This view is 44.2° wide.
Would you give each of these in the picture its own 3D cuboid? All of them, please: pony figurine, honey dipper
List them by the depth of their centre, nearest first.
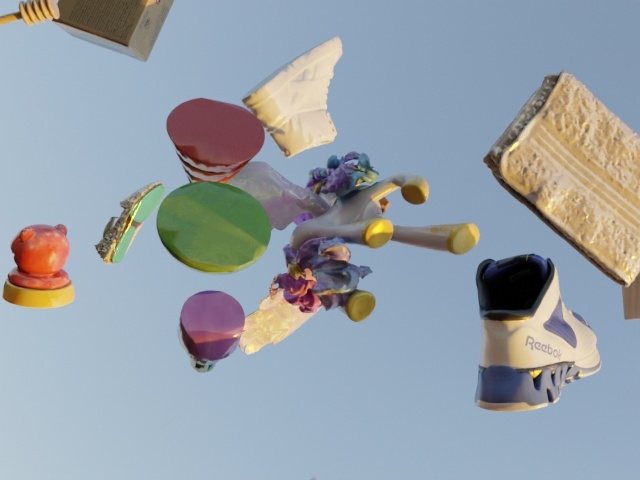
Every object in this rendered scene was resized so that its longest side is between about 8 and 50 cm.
[{"bbox_3d":[-0.385,-0.251,0.918,0.160,0.030,0.031,-15,-67,3],"label":"honey dipper"},{"bbox_3d":[0.000,0.000,1.187,0.363,0.351,0.303,24,-38,60],"label":"pony figurine"}]

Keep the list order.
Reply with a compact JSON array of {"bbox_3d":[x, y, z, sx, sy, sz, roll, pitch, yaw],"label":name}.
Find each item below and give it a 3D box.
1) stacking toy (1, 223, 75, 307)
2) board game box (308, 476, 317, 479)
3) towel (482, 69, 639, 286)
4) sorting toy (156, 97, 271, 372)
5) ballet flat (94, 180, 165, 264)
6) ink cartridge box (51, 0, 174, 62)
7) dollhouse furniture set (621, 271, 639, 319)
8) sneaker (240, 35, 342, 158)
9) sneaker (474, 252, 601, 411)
[{"bbox_3d":[-0.589,0.033,1.298,0.279,0.309,0.131,14,-76,22],"label":"stacking toy"},{"bbox_3d":[0.053,0.572,1.217,0.065,0.318,0.319,-34,-84,5],"label":"board game box"},{"bbox_3d":[0.382,-0.091,1.117,0.282,0.187,0.049,39,-9,-6],"label":"towel"},{"bbox_3d":[-0.132,-0.002,0.927,0.127,0.366,0.126,6,-40,-14],"label":"sorting toy"},{"bbox_3d":[-0.477,-0.054,1.940,0.077,0.241,0.091,29,-9,21],"label":"ballet flat"},{"bbox_3d":[-0.396,-0.499,1.571,0.193,0.088,0.235,23,-94,16],"label":"ink cartridge box"},{"bbox_3d":[0.706,0.023,1.378,0.303,0.198,0.287,-9,-105,36],"label":"dollhouse furniture set"},{"bbox_3d":[-0.019,-0.268,1.517,0.108,0.292,0.169,-18,-68,47],"label":"sneaker"},{"bbox_3d":[0.297,0.102,1.073,0.127,0.315,0.182,-2,-84,31],"label":"sneaker"}]
